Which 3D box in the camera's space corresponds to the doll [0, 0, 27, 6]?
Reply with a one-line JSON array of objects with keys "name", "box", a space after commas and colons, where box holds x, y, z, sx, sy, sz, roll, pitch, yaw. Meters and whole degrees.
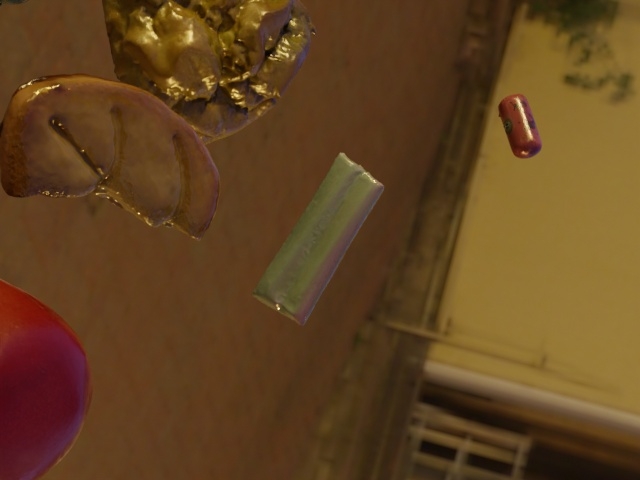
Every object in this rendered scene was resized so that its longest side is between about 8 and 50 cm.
[{"name": "doll", "box": [-0.393, -0.369, 2.005, 0.152, 0.114, 0.085, -59, 168, 18]}]

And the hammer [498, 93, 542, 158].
[{"name": "hammer", "box": [0.246, -0.141, 1.914, 0.043, 0.043, 0.083, 89, -13, -67]}]

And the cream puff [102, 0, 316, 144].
[{"name": "cream puff", "box": [-0.154, -0.303, 2.254, 0.291, 0.257, 0.324, -94, 163, -44]}]

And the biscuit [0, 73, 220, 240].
[{"name": "biscuit", "box": [-0.227, -0.099, 1.746, 0.299, 0.045, 0.154, 14, 95, -40]}]

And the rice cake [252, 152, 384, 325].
[{"name": "rice cake", "box": [0.000, -0.001, 1.995, 0.222, 0.080, 0.042, -59, 177, 6]}]

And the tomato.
[{"name": "tomato", "box": [-0.389, 0.147, 1.658, 0.226, 0.298, 0.298, -61, -179, 28]}]
